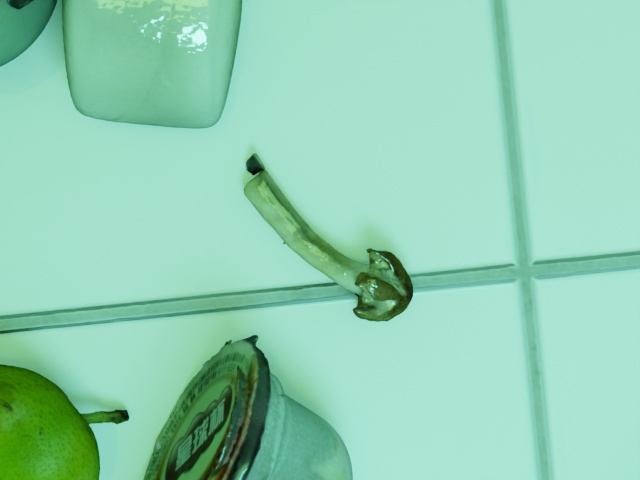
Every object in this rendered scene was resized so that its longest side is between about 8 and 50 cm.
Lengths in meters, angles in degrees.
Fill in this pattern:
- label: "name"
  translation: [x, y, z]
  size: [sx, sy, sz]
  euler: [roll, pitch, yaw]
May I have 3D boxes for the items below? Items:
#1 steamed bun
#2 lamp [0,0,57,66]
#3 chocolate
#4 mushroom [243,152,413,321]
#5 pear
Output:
- label: "steamed bun"
  translation: [-0.136, -0.216, 1.565]
  size: [0.146, 0.164, 0.242]
  euler: [3, 89, -2]
- label: "lamp"
  translation: [-0.325, -0.209, 1.560]
  size: [0.244, 0.198, 0.198]
  euler: [-39, 91, 15]
- label: "chocolate"
  translation: [-0.048, 0.201, 1.568]
  size: [0.147, 0.221, 0.221]
  euler: [27, 90, -15]
- label: "mushroom"
  translation: [0.000, 0.000, 1.624]
  size: [0.187, 0.061, 0.060]
  euler: [40, 95, 3]
- label: "pear"
  translation: [-0.254, 0.177, 1.577]
  size: [0.216, 0.166, 0.180]
  euler: [-33, 78, -26]
